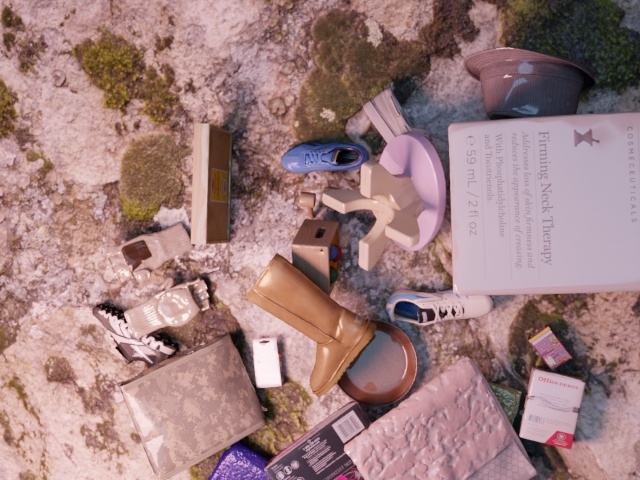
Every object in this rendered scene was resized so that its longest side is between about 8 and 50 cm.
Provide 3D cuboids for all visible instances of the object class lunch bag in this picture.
[{"bbox_3d":[-0.288,0.373,1.744,0.287,0.169,0.235,-23,90,-18],"label":"lunch bag"}]

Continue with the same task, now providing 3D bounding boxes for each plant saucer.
[{"bbox_3d":[0.123,0.277,1.731,0.198,0.036,0.199,0,91,11],"label":"plant saucer"}]

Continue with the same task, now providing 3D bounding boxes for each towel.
[{"bbox_3d":[-0.130,0.634,1.771,0.308,0.076,0.228,32,93,8],"label":"towel"},{"bbox_3d":[0.363,0.363,1.686,0.148,0.027,0.110,17,95,10],"label":"towel"},{"bbox_3d":[0.264,0.464,1.608,0.331,0.053,0.317,-34,98,-11],"label":"towel"}]

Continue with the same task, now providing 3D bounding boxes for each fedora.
[{"bbox_3d":[0.422,-0.293,1.550,0.275,0.243,0.124,8,87,-33],"label":"fedora"}]

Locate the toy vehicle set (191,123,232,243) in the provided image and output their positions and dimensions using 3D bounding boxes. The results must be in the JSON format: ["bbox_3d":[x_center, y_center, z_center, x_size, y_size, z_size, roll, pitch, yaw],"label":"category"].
[{"bbox_3d":[-0.247,-0.125,1.739,0.035,0.166,0.267,2,90,12],"label":"toy vehicle set"}]

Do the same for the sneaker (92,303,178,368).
[{"bbox_3d":[-0.465,0.241,1.831,0.234,0.078,0.106,29,94,8],"label":"sneaker"}]

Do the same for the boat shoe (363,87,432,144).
[{"bbox_3d":[0.204,-0.221,1.686,0.088,0.096,0.268,-38,75,14],"label":"boat shoe"}]

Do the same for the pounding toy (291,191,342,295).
[{"bbox_3d":[0.002,-0.009,1.692,0.094,0.181,0.206,5,119,12],"label":"pounding toy"}]

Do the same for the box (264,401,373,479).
[{"bbox_3d":[0.018,0.487,1.669,0.247,0.142,0.163,-34,83,-10],"label":"box"}]

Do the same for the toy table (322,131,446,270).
[{"bbox_3d":[0.145,-0.077,1.603,0.252,0.160,0.274,18,126,44],"label":"toy table"}]

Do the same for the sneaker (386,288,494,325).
[{"bbox_3d":[0.261,0.152,1.668,0.237,0.086,0.085,-3,123,16],"label":"sneaker"}]

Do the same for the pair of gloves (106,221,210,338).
[{"bbox_3d":[-0.382,0.093,1.795,0.204,0.042,0.240,-18,83,-8],"label":"pair of gloves"}]

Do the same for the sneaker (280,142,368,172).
[{"bbox_3d":[0.005,-0.192,1.730,0.209,0.082,0.069,-1,92,13],"label":"sneaker"}]

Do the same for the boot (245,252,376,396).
[{"bbox_3d":[-0.045,0.186,1.658,0.269,0.089,0.236,34,111,-4],"label":"boot"}]

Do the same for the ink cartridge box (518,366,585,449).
[{"bbox_3d":[0.498,0.359,1.639,0.109,0.063,0.151,12,92,12],"label":"ink cartridge box"}]

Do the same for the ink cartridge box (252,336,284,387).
[{"bbox_3d":[-0.123,0.285,1.786,0.062,0.029,0.115,-6,88,12],"label":"ink cartridge box"}]

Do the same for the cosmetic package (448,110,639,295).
[{"bbox_3d":[0.458,-0.067,1.512,0.393,0.327,0.330,-2,90,11],"label":"cosmetic package"}]

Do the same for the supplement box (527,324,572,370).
[{"bbox_3d":[0.498,0.233,1.649,0.055,0.043,0.083,-37,82,9],"label":"supplement box"}]
